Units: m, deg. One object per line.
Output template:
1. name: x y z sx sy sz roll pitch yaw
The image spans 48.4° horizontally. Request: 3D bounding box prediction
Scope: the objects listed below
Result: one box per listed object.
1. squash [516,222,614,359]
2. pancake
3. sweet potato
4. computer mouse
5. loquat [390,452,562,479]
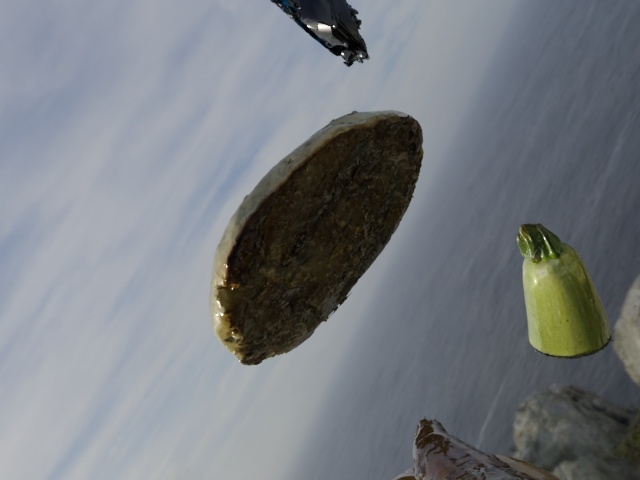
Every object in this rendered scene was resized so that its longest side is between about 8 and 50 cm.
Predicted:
1. squash: 0.364 0.083 1.073 0.137 0.137 0.287 -62 -36 -27
2. pancake: 0.001 0.001 0.861 0.356 0.065 0.356 -38 -34 -32
3. sweet potato: 0.096 0.151 0.399 0.060 0.068 0.206 -49 23 -2
4. computer mouse: -0.012 -0.320 0.934 0.077 0.241 0.146 -48 -21 16
5. loquat: 0.125 0.266 0.578 0.187 0.234 0.176 7 -102 -53
